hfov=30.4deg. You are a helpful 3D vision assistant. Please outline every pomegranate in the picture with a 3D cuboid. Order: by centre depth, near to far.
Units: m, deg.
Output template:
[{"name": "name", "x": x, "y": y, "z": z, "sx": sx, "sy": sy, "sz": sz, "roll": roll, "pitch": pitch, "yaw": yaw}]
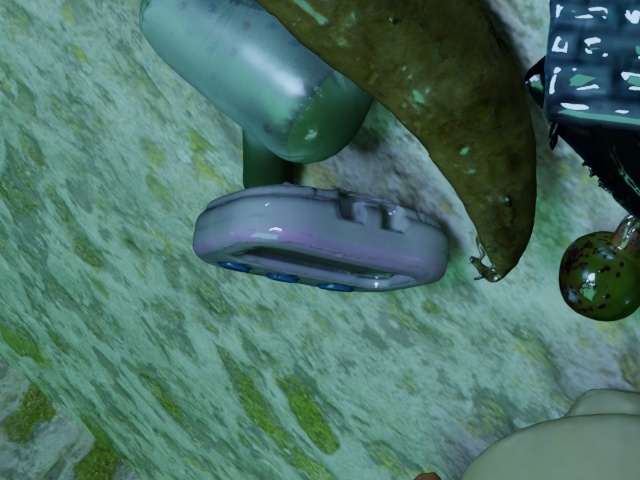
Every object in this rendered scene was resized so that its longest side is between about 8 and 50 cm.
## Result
[{"name": "pomegranate", "x": 0.213, "y": 0.022, "z": 0.876, "sx": 0.073, "sy": 0.073, "sz": 0.084, "roll": 38, "pitch": 152, "yaw": 17}]

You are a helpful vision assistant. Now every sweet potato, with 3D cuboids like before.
[{"name": "sweet potato", "x": 0.046, "y": -0.152, "z": 0.828, "sx": 0.422, "sy": 0.130, "sz": 0.130, "roll": 50, "pitch": 154, "yaw": -18}]

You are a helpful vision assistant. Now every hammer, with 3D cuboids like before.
[{"name": "hammer", "x": -0.055, "y": -0.110, "z": 1.060, "sx": 0.206, "sy": 0.119, "sz": 0.335, "roll": 41, "pitch": 159, "yaw": 15}]

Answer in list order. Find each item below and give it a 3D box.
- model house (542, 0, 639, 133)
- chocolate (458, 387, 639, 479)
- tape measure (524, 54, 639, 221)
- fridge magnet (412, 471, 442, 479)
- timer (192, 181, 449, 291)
[{"name": "model house", "x": 0.191, "y": -0.131, "z": 0.423, "sx": 0.261, "sy": 0.241, "sz": 0.226, "roll": 6, "pitch": 145, "yaw": 24}, {"name": "chocolate", "x": 0.234, "y": 0.297, "z": 0.969, "sx": 0.314, "sy": 0.297, "sz": 0.326, "roll": 31, "pitch": 125, "yaw": -20}, {"name": "tape measure", "x": 0.233, "y": -0.076, "z": 0.674, "sx": 0.186, "sy": 0.112, "sz": 0.199, "roll": 45, "pitch": 155, "yaw": -2}, {"name": "fridge magnet", "x": 0.196, "y": 0.396, "z": 1.231, "sx": 0.363, "sy": 0.155, "sz": 0.363, "roll": 46, "pitch": -178, "yaw": -2}, {"name": "timer", "x": 0.000, "y": 0.000, "z": 1.057, "sx": 0.208, "sy": 0.069, "sz": 0.191, "roll": 13, "pitch": 167, "yaw": -26}]
